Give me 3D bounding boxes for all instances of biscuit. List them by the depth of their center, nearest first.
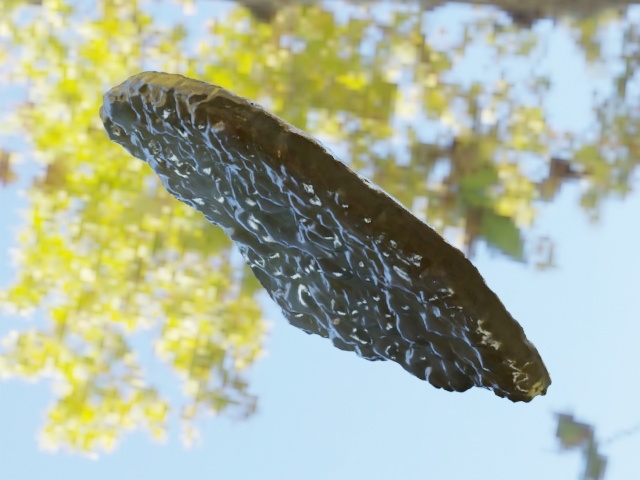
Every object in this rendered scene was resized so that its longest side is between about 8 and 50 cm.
[{"bbox_3d":[0.000,0.000,0.909,0.040,0.265,0.188,-51,-13,-18],"label":"biscuit"}]
